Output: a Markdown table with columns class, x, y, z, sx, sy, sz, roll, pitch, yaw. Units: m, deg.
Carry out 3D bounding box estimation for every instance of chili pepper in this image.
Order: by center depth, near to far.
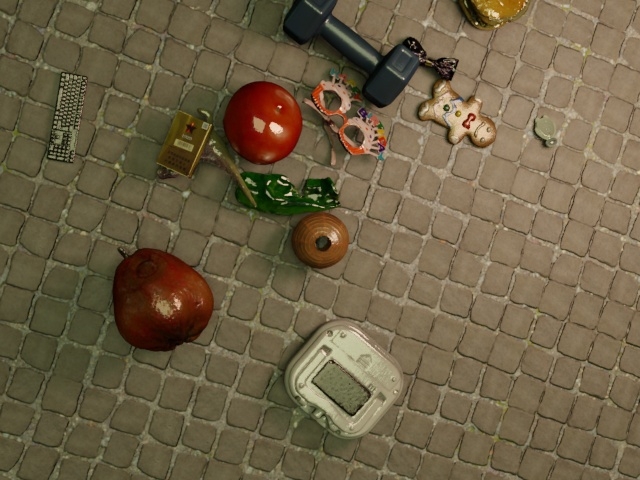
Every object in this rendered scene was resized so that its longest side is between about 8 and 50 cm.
| class | x | y | z | sx | sy | sz | roll | pitch | yaw |
| --- | --- | --- | --- | --- | --- | --- | --- | --- | --- |
| chili pepper | -0.078 | -0.108 | 1.938 | 0.253 | 0.083 | 0.099 | 3 | 78 | -11 |

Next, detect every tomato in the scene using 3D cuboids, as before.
| class | x | y | z | sx | sy | sz | roll | pitch | yaw |
| --- | --- | --- | --- | --- | --- | --- | --- | --- | --- |
| tomato | -0.128 | -0.272 | 1.877 | 0.195 | 0.136 | 0.195 | 15 | 63 | -31 |

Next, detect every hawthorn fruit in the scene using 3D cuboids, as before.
| class | x | y | z | sx | sy | sz | roll | pitch | yaw |
| --- | --- | --- | --- | --- | --- | --- | --- | --- | --- |
| hawthorn fruit | -0.368 | 0.118 | 1.836 | 0.224 | 0.224 | 0.261 | -31 | 80 | -7 |

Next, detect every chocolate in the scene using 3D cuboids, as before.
| class | x | y | z | sx | sy | sz | roll | pitch | yaw |
| --- | --- | --- | --- | --- | --- | --- | --- | --- | --- |
| chocolate | 0.262 | -0.437 | 1.994 | 0.147 | 0.070 | 0.072 | 25 | 60 | 13 |

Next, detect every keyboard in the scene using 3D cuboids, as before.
| class | x | y | z | sx | sy | sz | roll | pitch | yaw |
| --- | --- | --- | --- | --- | --- | --- | --- | --- | --- |
| keyboard | -0.584 | -0.283 | 1.892 | 0.061 | 0.013 | 0.204 | 10 | 89 | -8 |

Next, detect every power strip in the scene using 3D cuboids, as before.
| class | x | y | z | sx | sy | sz | roll | pitch | yaw |
| --- | --- | --- | --- | --- | --- | --- | --- | --- | --- |
| power strip | 0.565 | -0.271 | 2.057 | 0.055 | 0.035 | 0.083 | -19 | 80 | -8 |

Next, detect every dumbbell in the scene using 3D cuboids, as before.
| class | x | y | z | sx | sy | sz | roll | pitch | yaw |
| --- | --- | --- | --- | --- | --- | --- | --- | --- | --- |
| dumbbell | 0.070 | -0.457 | 1.915 | 0.325 | 0.144 | 0.160 | 37 | 121 | -8 |

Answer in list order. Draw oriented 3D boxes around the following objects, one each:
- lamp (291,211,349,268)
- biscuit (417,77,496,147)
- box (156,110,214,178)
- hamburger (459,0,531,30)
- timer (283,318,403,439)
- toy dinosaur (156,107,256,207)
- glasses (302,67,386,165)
| class | x | y | z | sx | sy | sz | roll | pitch | yaw |
| --- | --- | --- | --- | --- | --- | --- | --- | --- | --- |
| lamp | 0.000 | 0.000 | 1.925 | 0.136 | 0.136 | 0.136 | 0 | 91 | -8 |
| biscuit | 0.349 | -0.305 | 2.022 | 0.205 | 0.031 | 0.138 | 35 | 86 | -9 |
| box | -0.308 | -0.218 | 1.865 | 0.090 | 0.023 | 0.133 | 23 | 90 | 13 |
| hamburger | 0.423 | -0.595 | 1.994 | 0.185 | 0.113 | 0.177 | 31 | 81 | -15 |
| timer | 0.058 | 0.333 | 1.958 | 0.262 | 0.087 | 0.237 | 41 | 86 | -6 |
| toy dinosaur | -0.243 | -0.194 | 1.898 | 0.251 | 0.072 | 0.200 | 15 | 79 | -1 |
| glasses | 0.061 | -0.285 | 1.967 | 0.162 | 0.095 | 0.255 | -34 | 94 | -34 |
